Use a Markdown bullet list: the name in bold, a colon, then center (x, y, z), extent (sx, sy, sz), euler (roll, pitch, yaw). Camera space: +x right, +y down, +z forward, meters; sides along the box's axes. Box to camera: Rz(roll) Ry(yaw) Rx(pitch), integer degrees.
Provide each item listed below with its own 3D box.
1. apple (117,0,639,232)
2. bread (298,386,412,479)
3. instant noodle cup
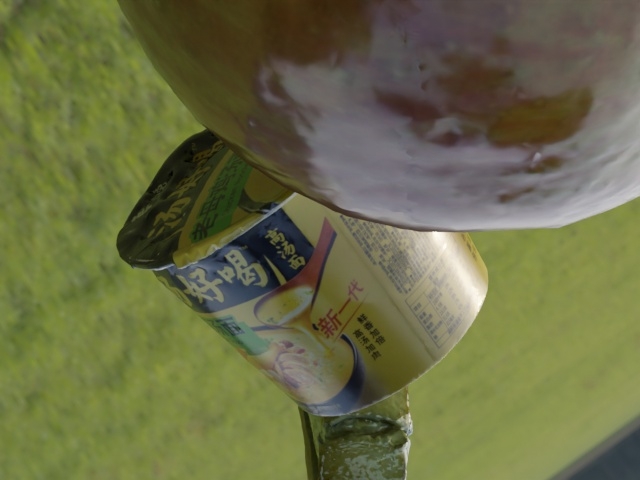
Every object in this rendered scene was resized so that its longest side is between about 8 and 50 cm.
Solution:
- **apple**: center (0.076, -0.140, 0.585), extent (0.309, 0.250, 0.277), euler (-39, 146, 11)
- **bread**: center (0.019, 0.101, 1.006), extent (0.064, 0.156, 0.117), euler (0, 151, -9)
- **instant noodle cup**: center (0.000, 0.000, 0.772), extent (0.151, 0.122, 0.151), euler (-32, -155, 17)
